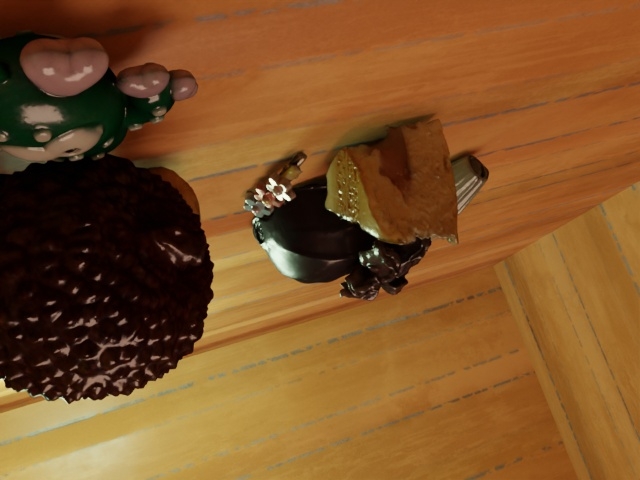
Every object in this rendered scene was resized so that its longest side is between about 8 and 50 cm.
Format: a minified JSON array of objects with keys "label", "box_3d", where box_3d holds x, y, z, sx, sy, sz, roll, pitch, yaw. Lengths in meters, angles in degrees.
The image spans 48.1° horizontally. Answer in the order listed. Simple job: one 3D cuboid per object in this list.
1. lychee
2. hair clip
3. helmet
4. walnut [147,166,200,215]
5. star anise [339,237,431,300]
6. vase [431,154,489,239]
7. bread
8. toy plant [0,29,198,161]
[{"label":"lychee","box_3d":[-0.279,0.045,0.841,0.330,0.306,0.306,-20,168,21]},{"label":"hair clip","box_3d":[-0.083,-0.083,1.241,0.214,0.062,0.056,-37,-161,51]},{"label":"helmet","box_3d":[0.000,0.000,1.454,0.224,0.177,0.305,-15,165,-26]},{"label":"walnut","box_3d":[-0.253,-0.029,1.057,0.144,0.144,0.180,-6,153,-45]},{"label":"star anise","box_3d":[0.134,0.048,1.353,0.220,0.099,0.214,-23,165,-51]},{"label":"vase","box_3d":[0.259,-0.093,1.574,0.128,0.128,0.248,-6,153,-45]},{"label":"bread","box_3d":[0.115,-0.063,1.235,0.183,0.224,0.211,-5,159,-27]},{"label":"toy plant","box_3d":[-0.255,-0.130,0.674,0.232,0.113,0.243,-14,175,29]}]
